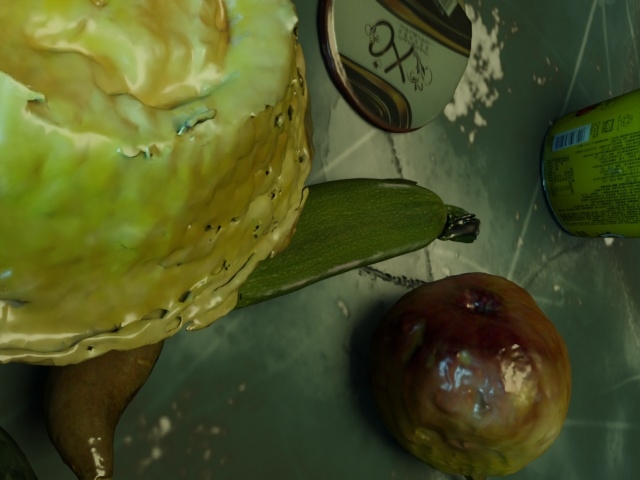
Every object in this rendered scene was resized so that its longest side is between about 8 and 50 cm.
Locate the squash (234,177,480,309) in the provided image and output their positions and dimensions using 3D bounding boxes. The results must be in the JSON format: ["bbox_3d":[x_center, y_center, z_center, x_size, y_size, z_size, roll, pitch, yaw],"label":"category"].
[{"bbox_3d":[-0.001,-0.002,0.619,0.318,0.071,0.080,-12,52,-45],"label":"squash"}]

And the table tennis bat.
[{"bbox_3d":[0.094,-0.228,0.773,0.173,0.022,0.301,49,58,-30],"label":"table tennis bat"}]

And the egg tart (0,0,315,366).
[{"bbox_3d":[-0.126,-0.107,0.425,0.345,0.132,0.345,14,65,-31],"label":"egg tart"}]

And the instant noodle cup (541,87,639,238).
[{"bbox_3d":[0.330,-0.078,0.898,0.182,0.144,0.182,6,81,-42],"label":"instant noodle cup"}]

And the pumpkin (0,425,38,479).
[{"bbox_3d":[-0.238,0.166,0.261,0.291,0.257,0.328,34,58,-29],"label":"pumpkin"}]

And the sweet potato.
[{"bbox_3d":[-0.122,0.032,0.519,0.069,0.059,0.249,73,21,-60],"label":"sweet potato"}]

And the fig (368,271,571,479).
[{"bbox_3d":[0.130,0.146,0.710,0.159,0.159,0.257,-47,136,-36],"label":"fig"}]
